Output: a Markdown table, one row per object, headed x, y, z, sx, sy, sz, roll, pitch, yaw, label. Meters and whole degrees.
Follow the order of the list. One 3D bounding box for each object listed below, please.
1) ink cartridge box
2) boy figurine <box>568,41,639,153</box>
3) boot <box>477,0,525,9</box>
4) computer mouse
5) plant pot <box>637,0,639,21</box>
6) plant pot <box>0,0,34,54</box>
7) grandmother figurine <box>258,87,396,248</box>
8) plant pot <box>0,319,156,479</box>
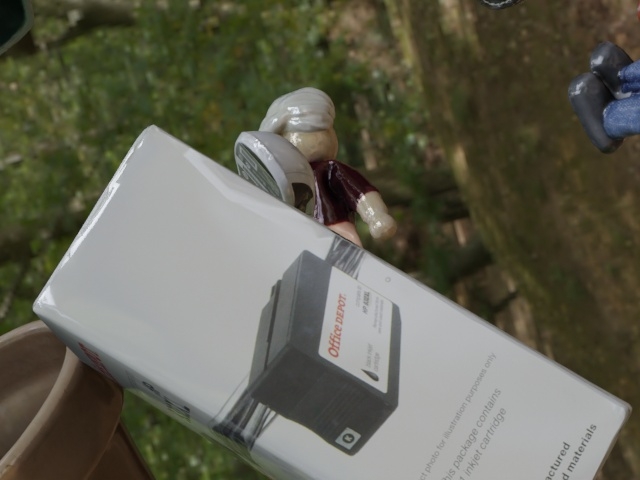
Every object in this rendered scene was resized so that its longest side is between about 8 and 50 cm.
| x | y | z | sx | sy | sz | roll | pitch | yaw | label |
| --- | --- | --- | --- | --- | --- | --- | --- | --- | --- |
| 0.000 | 0.084 | 0.849 | 0.307 | 0.129 | 0.223 | 31 | 168 | 3 | ink cartridge box |
| 0.346 | -0.141 | 1.192 | 0.092 | 0.177 | 0.285 | 51 | 148 | -19 | boy figurine |
| 0.090 | -0.389 | 1.598 | 0.284 | 0.138 | 0.377 | -46 | -68 | -44 | boot |
| -0.028 | -0.029 | 1.086 | 0.106 | 0.042 | 0.193 | 50 | 163 | 18 | computer mouse |
| 0.472 | -0.271 | 1.615 | 0.174 | 0.191 | 0.191 | 39 | -179 | 2 | plant pot |
| -0.475 | -0.285 | 1.412 | 0.252 | 0.247 | 0.248 | 38 | 156 | 16 | plant pot |
| 0.000 | 0.000 | 1.482 | 0.104 | 0.207 | 0.343 | 18 | -123 | -55 | grandmother figurine |
| -0.205 | 0.226 | 1.020 | 0.229 | 0.263 | 0.263 | 52 | -170 | -21 | plant pot |
